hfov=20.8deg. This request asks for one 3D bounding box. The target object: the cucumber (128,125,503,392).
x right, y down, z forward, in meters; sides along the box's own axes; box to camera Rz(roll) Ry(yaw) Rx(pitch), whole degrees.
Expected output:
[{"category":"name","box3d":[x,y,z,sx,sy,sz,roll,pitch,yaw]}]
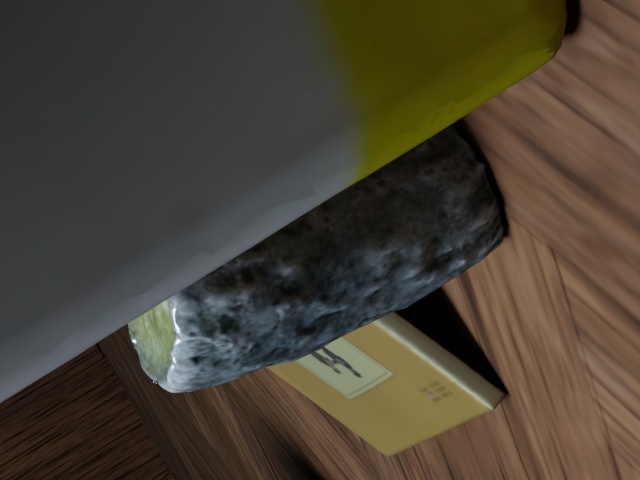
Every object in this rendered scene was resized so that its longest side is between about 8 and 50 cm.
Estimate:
[{"category":"cucumber","box3d":[-0.002,0.000,0.499,0.064,0.112,0.064,52,153,41]}]

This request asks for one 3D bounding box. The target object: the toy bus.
[{"category":"toy bus","box3d":[-0.191,-0.025,0.385,0.209,0.440,0.249,63,166,-20]}]

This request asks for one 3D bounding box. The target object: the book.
[{"category":"book","box3d":[-0.022,0.021,0.655,0.172,0.012,0.118,36,159,-5]}]
